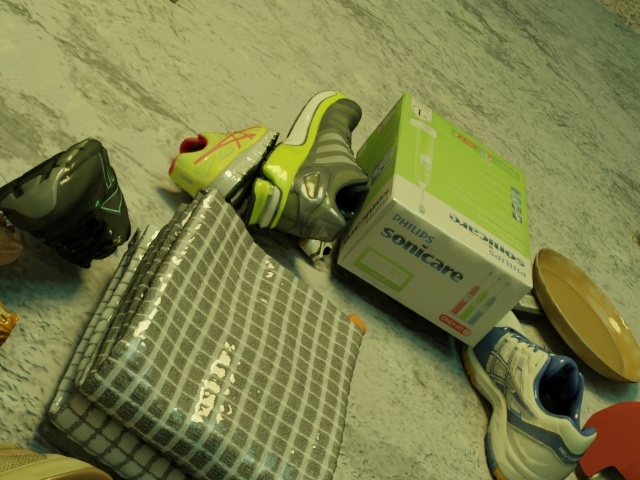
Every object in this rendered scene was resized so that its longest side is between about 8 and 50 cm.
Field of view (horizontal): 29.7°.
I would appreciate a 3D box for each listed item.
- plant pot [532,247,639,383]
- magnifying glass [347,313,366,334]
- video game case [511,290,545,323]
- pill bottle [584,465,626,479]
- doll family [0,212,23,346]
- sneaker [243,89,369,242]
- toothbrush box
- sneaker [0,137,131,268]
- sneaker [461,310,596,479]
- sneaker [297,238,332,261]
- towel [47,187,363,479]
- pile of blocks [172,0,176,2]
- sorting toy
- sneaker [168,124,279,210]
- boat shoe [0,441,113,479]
[{"bbox_3d":[0.380,0.113,1.740,0.236,0.032,0.236,38,25,-22],"label":"plant pot"},{"bbox_3d":[-0.015,0.121,1.278,0.092,0.026,0.231,49,29,11],"label":"magnifying glass"},{"bbox_3d":[0.192,-0.008,1.701,0.196,0.026,0.274,13,40,-42],"label":"video game case"},{"bbox_3d":[0.353,0.359,1.308,0.123,0.123,0.219,0,46,-51],"label":"pill bottle"},{"bbox_3d":[-0.321,0.040,0.950,0.163,0.118,0.263,31,13,-9],"label":"doll family"},{"bbox_3d":[0.004,-0.082,1.468,0.121,0.111,0.300,27,37,2],"label":"sneaker"},{"bbox_3d":[0.148,-0.033,1.530,0.206,0.122,0.283,32,30,-14],"label":"toothbrush box"},{"bbox_3d":[-0.216,-0.031,1.095,0.106,0.101,0.267,61,3,-7],"label":"sneaker"},{"bbox_3d":[0.258,0.167,1.445,0.112,0.131,0.296,24,33,-27],"label":"sneaker"},{"bbox_3d":[0.000,0.000,1.456,0.037,0.032,0.083,55,33,-7],"label":"sneaker"},{"bbox_3d":[-0.085,0.109,1.078,0.235,0.121,0.283,37,37,-15],"label":"towel"},{"bbox_3d":[-0.278,-0.421,1.578,0.362,0.112,0.149,3,48,-49],"label":"pile of blocks"},{"bbox_3d":[0.427,0.374,1.443,0.126,0.127,0.365,54,13,-54],"label":"sorting toy"},{"bbox_3d":[-0.112,-0.099,1.397,0.094,0.081,0.208,27,21,3],"label":"sneaker"},{"bbox_3d":[-0.288,0.200,0.773,0.110,0.121,0.341,16,8,36],"label":"boat shoe"}]
